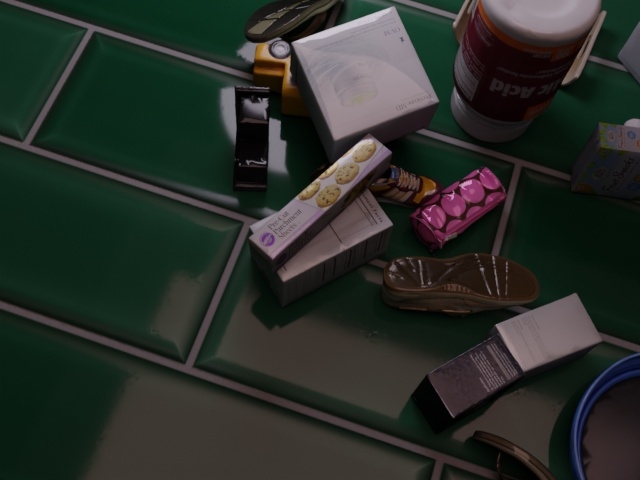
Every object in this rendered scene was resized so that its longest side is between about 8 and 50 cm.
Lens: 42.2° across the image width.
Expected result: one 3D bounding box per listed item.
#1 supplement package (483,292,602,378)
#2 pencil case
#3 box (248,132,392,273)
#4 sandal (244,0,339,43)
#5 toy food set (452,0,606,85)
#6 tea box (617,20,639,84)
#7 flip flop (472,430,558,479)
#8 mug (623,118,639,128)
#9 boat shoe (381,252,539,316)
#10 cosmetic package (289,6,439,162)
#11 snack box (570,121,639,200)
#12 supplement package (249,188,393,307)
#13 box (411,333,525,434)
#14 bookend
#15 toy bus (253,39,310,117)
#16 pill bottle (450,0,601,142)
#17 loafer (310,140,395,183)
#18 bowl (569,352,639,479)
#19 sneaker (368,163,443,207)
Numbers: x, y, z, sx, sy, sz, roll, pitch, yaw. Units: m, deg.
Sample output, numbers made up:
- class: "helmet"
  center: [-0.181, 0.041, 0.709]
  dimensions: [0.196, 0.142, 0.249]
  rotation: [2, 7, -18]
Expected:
- class: "supplement package"
  center: [0.420, 0.191, 1.578]
  dimensions: [0.179, 0.105, 0.105]
  rotation: [-19, 67, -11]
- class: "pencil case"
  center: [0.286, -0.064, 1.694]
  dimensions: [0.209, 0.095, 0.098]
  rotation: [-36, 38, -16]
- class: "box"
  center: [0.004, -0.073, 1.544]
  dimensions: [0.067, 0.063, 0.324]
  rotation: [42, 69, 17]
- class: "sandal"
  center: [-0.041, -0.497, 1.857]
  dimensions: [0.120, 0.086, 0.303]
  rotation: [22, 43, 36]
- class: "toy food set"
  center: [0.481, -0.503, 1.905]
  dimensions: [0.306, 0.092, 0.219]
  rotation: [24, 66, 8]
- class: "tea box"
  center: [0.911, -0.405, 1.821]
  dimensions: [0.323, 0.220, 0.329]
  rotation: [-26, 70, -15]
- class: "flip flop"
  center: [0.378, 0.441, 1.472]
  dimensions: [0.277, 0.112, 0.080]
  rotation: [43, 84, 9]
- class: "mug"
  center: [0.691, -0.228, 1.823]
  dimensions: [0.062, 0.078, 0.064]
  rotation: [-3, 51, 30]
- class: "boat shoe"
  center: [0.269, 0.095, 1.618]
  dimensions: [0.302, 0.098, 0.109]
  rotation: [1, 52, -1]
- class: "cosmetic package"
  center: [0.083, -0.308, 1.654]
  dimensions: [0.224, 0.138, 0.224]
  rotation: [-22, 80, -8]
- class: "snack box"
  center: [0.646, -0.157, 1.714]
  dimensions: [0.207, 0.174, 0.070]
  rotation: [8, 62, 1]
- class: "supplement package"
  center: [0.000, 0.000, 1.619]
  dimensions: [0.244, 0.134, 0.139]
  rotation: [-26, 69, -15]
- class: "box"
  center: [0.264, 0.263, 1.507]
  dimensions: [0.158, 0.156, 0.093]
  rotation: [-26, 71, -15]
- class: "bookend"
  center: [-0.142, -0.205, 1.692]
  dimensions: [0.072, 0.156, 0.157]
  rotation: [2, 66, -3]
- class: "toy bus"
  center: [0.020, -0.335, 1.789]
  dimensions: [0.333, 0.108, 0.130]
  rotation: [7, 68, -1]
- class: "pill bottle"
  center: [0.393, -0.376, 1.677]
  dimensions: [0.224, 0.392, 0.224]
  rotation: [1, 66, -3]
- class: "loafer"
  center: [0.057, -0.172, 1.741]
  dimensions: [0.220, 0.080, 0.078]
  rotation: [-35, 63, -23]
- class: "bowl"
  center: [0.644, 0.400, 1.515]
  dimensions: [0.391, 0.077, 0.391]
  rotation: [1, 65, -3]
- class: "sneaker"
  center: [0.166, -0.116, 1.711]
  dimensions: [0.185, 0.084, 0.069]
  rotation: [2, 65, -3]
